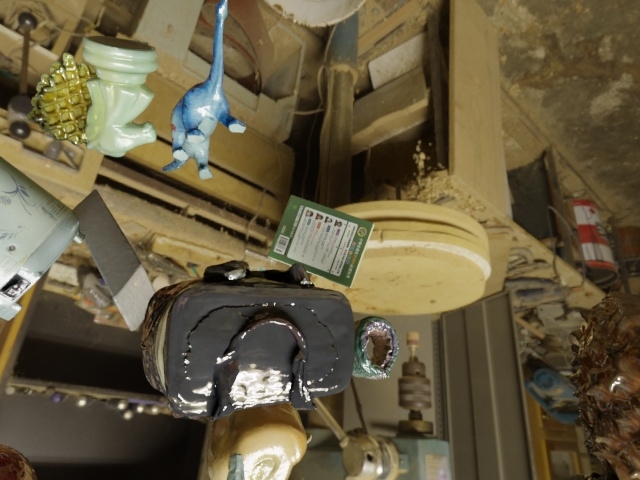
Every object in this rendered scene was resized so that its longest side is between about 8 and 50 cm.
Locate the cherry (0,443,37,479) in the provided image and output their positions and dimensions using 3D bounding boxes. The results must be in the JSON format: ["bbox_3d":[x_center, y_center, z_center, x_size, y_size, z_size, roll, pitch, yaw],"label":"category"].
[{"bbox_3d":[-0.506,0.387,0.536,0.206,0.239,0.239,28,172,38],"label":"cherry"}]

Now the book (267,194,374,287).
[{"bbox_3d":[0.000,0.000,1.235,0.264,0.201,0.027,20,175,10],"label":"book"}]

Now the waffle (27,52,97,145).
[{"bbox_3d":[-0.657,-0.366,1.125,0.054,0.223,0.204,30,-178,24],"label":"waffle"}]

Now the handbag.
[{"bbox_3d":[-0.089,0.119,0.543,0.255,0.181,0.181,6,171,-32],"label":"handbag"}]

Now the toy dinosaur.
[{"bbox_3d":[-0.184,-0.172,0.625,0.076,0.144,0.329,0,142,-36],"label":"toy dinosaur"}]

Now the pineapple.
[{"bbox_3d":[0.266,0.228,0.331,0.166,0.364,0.165,8,-177,0],"label":"pineapple"}]

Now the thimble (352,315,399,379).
[{"bbox_3d":[0.112,0.246,0.973,0.119,0.135,0.090,24,150,-17],"label":"thimble"}]

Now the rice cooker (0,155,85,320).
[{"bbox_3d":[-0.586,-0.025,0.694,0.316,0.264,0.316,44,177,3],"label":"rice cooker"}]

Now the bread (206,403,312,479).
[{"bbox_3d":[-0.243,0.698,1.490,0.253,0.348,0.376,47,173,-9],"label":"bread"}]

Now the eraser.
[{"bbox_3d":[-0.436,0.031,0.883,0.077,0.352,0.111,-29,140,-24],"label":"eraser"}]

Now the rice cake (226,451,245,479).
[{"bbox_3d":[-0.233,0.658,1.167,0.040,0.085,0.226,3,141,-5],"label":"rice cake"}]

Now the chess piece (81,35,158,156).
[{"bbox_3d":[-0.513,-0.356,1.088,0.176,0.175,0.298,10,119,-11],"label":"chess piece"}]
